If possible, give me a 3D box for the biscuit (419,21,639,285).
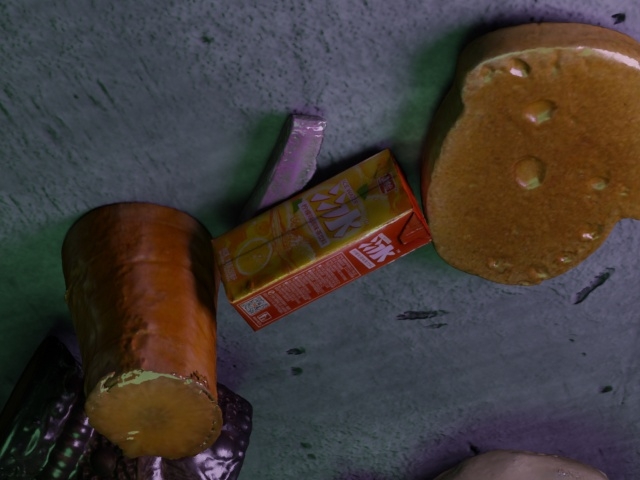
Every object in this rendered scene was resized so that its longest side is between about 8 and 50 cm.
[{"bbox_3d":[0.252,-0.086,1.420,0.287,0.057,0.344,4,135,-4],"label":"biscuit"}]

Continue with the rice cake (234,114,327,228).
[{"bbox_3d":[-0.047,-0.061,1.455,0.047,0.036,0.207,2,138,-30],"label":"rice cake"}]

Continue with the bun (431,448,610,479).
[{"bbox_3d":[0.281,0.412,1.818,0.361,0.234,0.326,1,131,19],"label":"bun"}]

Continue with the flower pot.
[{"bbox_3d":[-0.257,0.257,1.635,0.267,0.267,0.266,27,130,-14],"label":"flower pot"}]

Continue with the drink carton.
[{"bbox_3d":[0.000,0.000,1.441,0.222,0.096,0.071,-28,142,9],"label":"drink carton"}]

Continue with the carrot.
[{"bbox_3d":[-0.199,0.107,1.475,0.195,0.254,0.196,-3,133,-3],"label":"carrot"}]
